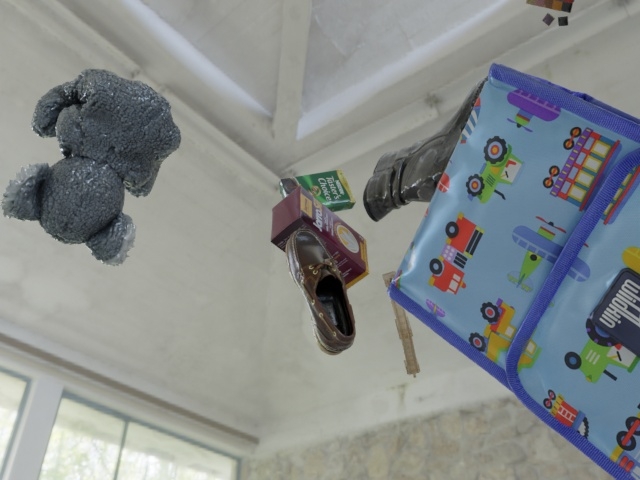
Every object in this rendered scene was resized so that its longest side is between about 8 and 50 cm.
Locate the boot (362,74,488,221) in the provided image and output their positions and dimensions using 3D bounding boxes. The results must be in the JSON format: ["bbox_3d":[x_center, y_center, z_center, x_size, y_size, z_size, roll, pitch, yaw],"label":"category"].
[{"bbox_3d":[0.215,-0.182,1.200,0.223,0.338,0.118,-12,-60,47],"label":"boot"}]

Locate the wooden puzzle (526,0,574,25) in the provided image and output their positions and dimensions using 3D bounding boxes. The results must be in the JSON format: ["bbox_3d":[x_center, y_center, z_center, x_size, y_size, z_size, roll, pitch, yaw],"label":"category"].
[{"bbox_3d":[0.237,-0.261,0.647,0.049,0.006,0.083,28,-42,31],"label":"wooden puzzle"}]

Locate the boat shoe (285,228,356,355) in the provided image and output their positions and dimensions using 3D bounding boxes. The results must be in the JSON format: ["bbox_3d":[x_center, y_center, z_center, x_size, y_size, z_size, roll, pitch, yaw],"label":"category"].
[{"bbox_3d":[0.006,0.067,0.961,0.073,0.207,0.073,-14,-23,-22],"label":"boat shoe"}]

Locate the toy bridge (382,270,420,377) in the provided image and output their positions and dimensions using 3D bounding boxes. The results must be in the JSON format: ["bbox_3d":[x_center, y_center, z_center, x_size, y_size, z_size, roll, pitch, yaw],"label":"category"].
[{"bbox_3d":[0.141,0.149,1.078,0.026,0.063,0.188,-14,-76,4],"label":"toy bridge"}]

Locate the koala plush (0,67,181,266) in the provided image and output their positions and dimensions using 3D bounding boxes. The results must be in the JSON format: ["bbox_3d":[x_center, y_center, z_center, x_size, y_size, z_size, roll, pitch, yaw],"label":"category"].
[{"bbox_3d":[-0.301,-0.091,0.838,0.196,0.221,0.203,36,-30,-28],"label":"koala plush"}]

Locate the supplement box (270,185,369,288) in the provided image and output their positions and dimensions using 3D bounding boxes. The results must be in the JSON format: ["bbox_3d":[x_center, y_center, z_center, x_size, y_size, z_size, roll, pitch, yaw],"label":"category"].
[{"bbox_3d":[0.000,0.000,1.199,0.081,0.104,0.188,-37,-59,26],"label":"supplement box"}]

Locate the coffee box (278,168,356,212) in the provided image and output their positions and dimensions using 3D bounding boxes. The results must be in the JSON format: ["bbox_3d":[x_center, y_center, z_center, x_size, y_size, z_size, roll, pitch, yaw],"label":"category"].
[{"bbox_3d":[-0.009,-0.123,1.678,0.184,0.113,0.040,-10,-25,-22],"label":"coffee box"}]

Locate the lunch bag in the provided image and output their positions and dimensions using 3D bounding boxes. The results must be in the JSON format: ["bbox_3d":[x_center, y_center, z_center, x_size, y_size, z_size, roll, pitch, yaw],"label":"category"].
[{"bbox_3d":[0.218,0.030,0.471,0.138,0.293,0.220,4,-62,-37],"label":"lunch bag"}]
